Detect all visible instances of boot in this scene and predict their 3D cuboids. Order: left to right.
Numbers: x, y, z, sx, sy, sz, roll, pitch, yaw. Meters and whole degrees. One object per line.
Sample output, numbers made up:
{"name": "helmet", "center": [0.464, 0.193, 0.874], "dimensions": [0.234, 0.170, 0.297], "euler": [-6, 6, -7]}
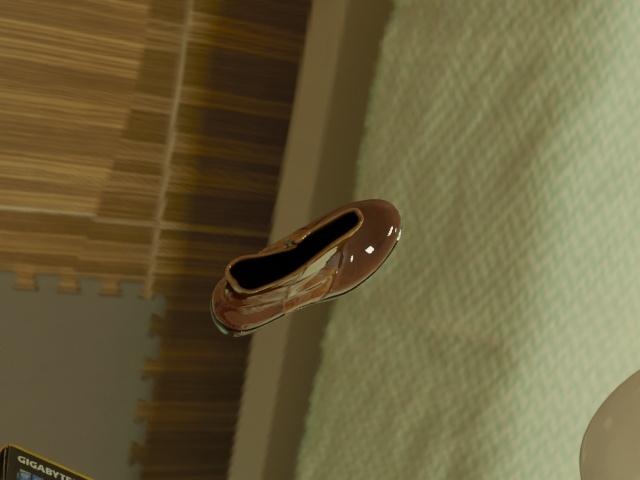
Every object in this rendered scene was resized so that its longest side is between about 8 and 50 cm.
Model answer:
{"name": "boot", "center": [0.000, 0.000, 1.420], "dimensions": [0.264, 0.280, 0.096], "euler": [-23, 80, -14]}

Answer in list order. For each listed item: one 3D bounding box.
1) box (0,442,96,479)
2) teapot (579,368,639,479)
{"name": "box", "center": [-0.341, 0.430, 1.728], "dimensions": [0.322, 0.079, 0.257], "euler": [30, 115, -25]}
{"name": "teapot", "center": [0.355, 0.221, 1.137], "dimensions": [0.252, 0.187, 0.256], "euler": [11, 126, -26]}
